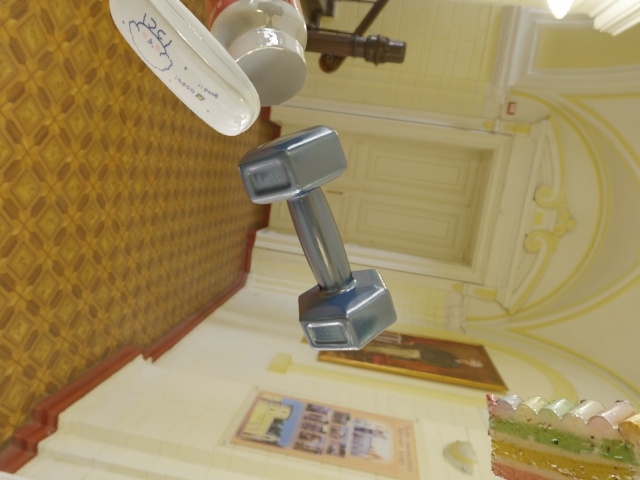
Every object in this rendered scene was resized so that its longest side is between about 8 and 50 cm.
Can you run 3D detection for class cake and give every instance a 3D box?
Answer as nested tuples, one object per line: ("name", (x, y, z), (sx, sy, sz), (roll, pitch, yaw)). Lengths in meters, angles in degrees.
("cake", (0.293, 0.247, 0.550), (0.090, 0.225, 0.109), (-3, 83, -50))

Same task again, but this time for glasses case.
("glasses case", (-0.147, -0.199, 0.515), (0.076, 0.197, 0.049), (-31, -163, 49))

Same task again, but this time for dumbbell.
("dumbbell", (0.000, 0.000, 0.683), (0.156, 0.143, 0.316), (-101, 172, -72))

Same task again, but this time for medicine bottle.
("medicine bottle", (-0.093, -0.317, 0.648), (0.131, 0.131, 0.250), (83, -5, -67))
